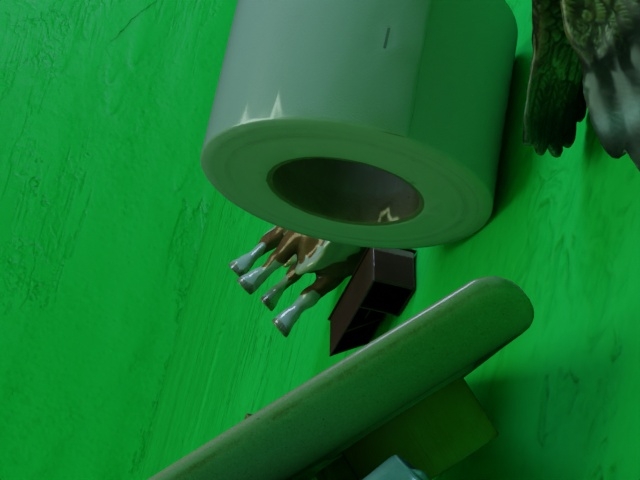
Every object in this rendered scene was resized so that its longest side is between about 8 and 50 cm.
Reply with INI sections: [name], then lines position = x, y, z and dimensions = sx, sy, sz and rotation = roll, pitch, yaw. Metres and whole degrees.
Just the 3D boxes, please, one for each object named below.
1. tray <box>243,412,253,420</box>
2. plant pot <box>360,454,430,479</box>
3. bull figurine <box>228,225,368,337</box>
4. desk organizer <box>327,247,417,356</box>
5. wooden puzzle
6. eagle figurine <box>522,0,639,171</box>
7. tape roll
[tray]
position = -0.093, 0.414, 1.495
dimensions = 0.203, 0.076, 0.411
rotation = -142, 69, -78
[plant pot]
position = 0.038, 0.235, 0.694
dimensions = 0.196, 0.293, 0.293
rotation = -48, 11, -3
[bull figurine]
position = 0.000, 0.000, 1.464
dimensions = 0.188, 0.101, 0.310
rotation = -42, 4, -2
[desk organizer]
position = 0.049, 0.062, 1.349
dimensions = 0.130, 0.047, 0.050
rotation = 117, 161, -45
[wooden puzzle]
position = -0.012, 0.172, 0.917
dimensions = 0.080, 0.322, 0.348
rotation = 57, 168, 14
[eagle figurine]
position = 0.146, -0.200, 0.864
dimensions = 0.225, 0.298, 0.226
rotation = -32, 14, 41
[tape roll]
position = 0.035, -0.115, 1.159
dimensions = 0.246, 0.246, 0.169
rotation = 133, 151, -66
